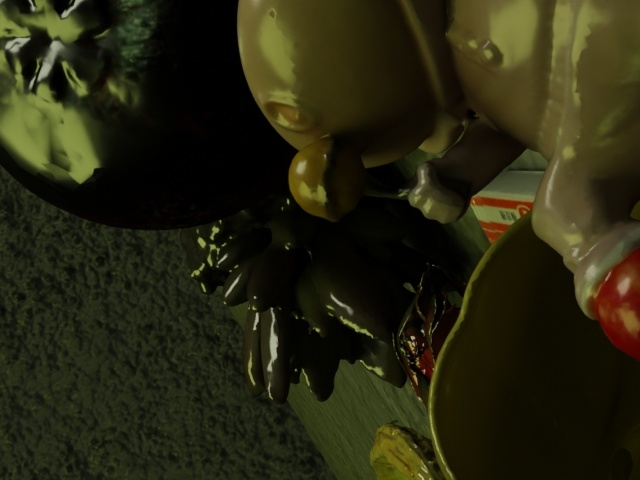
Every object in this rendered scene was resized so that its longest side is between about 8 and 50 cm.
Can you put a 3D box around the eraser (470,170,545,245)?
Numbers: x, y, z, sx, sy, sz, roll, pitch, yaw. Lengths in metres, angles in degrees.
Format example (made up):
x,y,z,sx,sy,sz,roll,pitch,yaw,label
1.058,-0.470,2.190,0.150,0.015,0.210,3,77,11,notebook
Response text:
x,y,z,sx,sy,sz,roll,pitch,yaw,label
0.181,0.065,0.592,0.230,0.038,0.157,62,167,-12,eraser

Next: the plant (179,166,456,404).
x,y,z,sx,sy,sz,roll,pitch,yaw,label
-0.018,-0.004,0.883,0.321,0.194,0.182,65,154,24,plant

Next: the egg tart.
x,y,z,sx,sy,sz,roll,pitch,yaw,label
0.164,0.311,1.079,0.294,0.123,0.294,59,169,18,egg tart

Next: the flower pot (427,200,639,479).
x,y,z,sx,sy,sz,roll,pitch,yaw,label
0.164,0.092,0.414,0.195,0.195,0.179,47,175,43,flower pot

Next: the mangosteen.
x,y,z,sx,sy,sz,roll,pitch,yaw,label
-0.117,-0.150,0.726,0.300,0.300,0.300,55,168,18,mangosteen

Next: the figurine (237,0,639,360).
x,y,z,sx,sy,sz,roll,pitch,yaw,label
0.057,-0.091,0.382,0.287,0.186,0.176,42,159,33,figurine

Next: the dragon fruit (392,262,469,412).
x,y,z,sx,sy,sz,roll,pitch,yaw,label
0.119,0.087,0.720,0.142,0.121,0.130,35,130,24,dragon fruit
